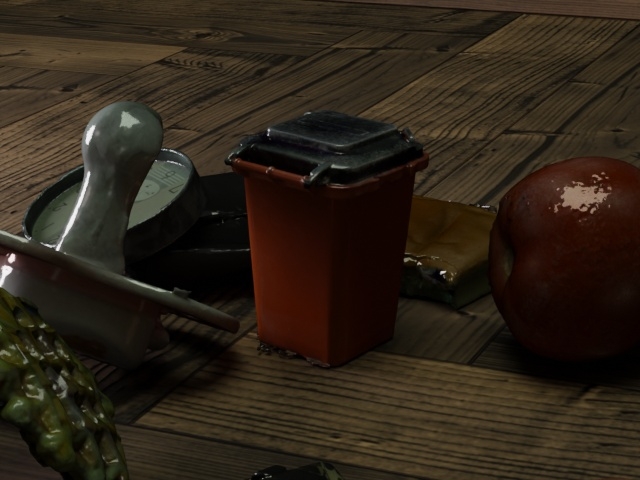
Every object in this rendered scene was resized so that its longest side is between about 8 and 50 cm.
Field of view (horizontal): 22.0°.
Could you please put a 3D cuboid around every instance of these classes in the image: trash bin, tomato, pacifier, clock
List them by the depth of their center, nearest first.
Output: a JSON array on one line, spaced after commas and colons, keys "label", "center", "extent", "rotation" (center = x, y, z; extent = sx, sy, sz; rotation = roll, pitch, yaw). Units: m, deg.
[{"label": "pacifier", "center": [-0.229, 0.011, 1.654], "extent": [0.332, 0.273, 0.220], "rotation": [21, 30, -17]}, {"label": "tomato", "center": [0.270, 0.019, 1.656], "extent": [0.184, 0.208, 0.208], "rotation": [-1, 19, -9]}, {"label": "trash bin", "center": [0.000, 0.000, 1.687], "extent": [0.161, 0.238, 0.184], "rotation": [16, 23, 34]}, {"label": "clock", "center": [-0.236, -0.036, 1.879], "extent": [0.215, 0.042, 0.215], "rotation": [-15, 30, 9]}]

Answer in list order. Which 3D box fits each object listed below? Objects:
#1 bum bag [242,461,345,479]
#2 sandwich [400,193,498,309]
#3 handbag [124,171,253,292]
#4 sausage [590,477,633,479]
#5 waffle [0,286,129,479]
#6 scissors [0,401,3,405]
[{"label": "bum bag", "center": [-0.068, 0.225, 1.290], "extent": [0.248, 0.069, 0.102], "rotation": [-4, 18, -14]}, {"label": "sandwich", "center": [0.106, 0.006, 1.926], "extent": [0.245, 0.063, 0.212], "rotation": [14, 24, 38]}, {"label": "handbag", "center": [-0.115, -0.009, 1.958], "extent": [0.275, 0.088, 0.244], "rotation": [-6, 21, -24]}, {"label": "sausage", "center": [0.122, 0.236, 1.221], "extent": [0.289, 0.086, 0.086], "rotation": [-10, 21, -20]}, {"label": "waffle", "center": [-0.230, 0.128, 1.408], "extent": [0.054, 0.204, 0.223], "rotation": [-35, 30, 3]}, {"label": "scissors", "center": [-0.335, 0.075, 1.720], "extent": [0.256, 0.029, 0.383], "rotation": [26, 15, 3]}]
